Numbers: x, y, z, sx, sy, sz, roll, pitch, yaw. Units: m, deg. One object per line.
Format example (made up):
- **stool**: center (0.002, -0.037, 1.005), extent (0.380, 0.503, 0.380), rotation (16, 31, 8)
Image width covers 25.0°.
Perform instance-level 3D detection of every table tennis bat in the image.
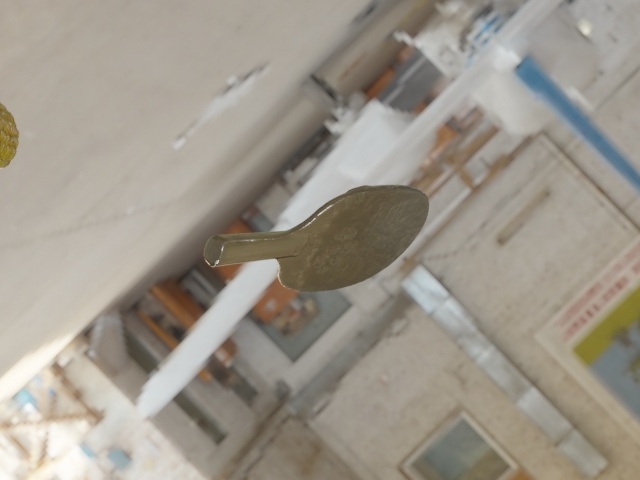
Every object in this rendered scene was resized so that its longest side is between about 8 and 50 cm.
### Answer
- **table tennis bat**: center (0.000, 0.000, 1.227), extent (0.234, 0.022, 0.131), rotation (-5, 139, -43)

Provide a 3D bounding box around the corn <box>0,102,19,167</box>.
- **corn**: center (-0.374, -0.115, 1.505), extent (0.101, 0.101, 0.292), rotation (-44, 177, 0)
